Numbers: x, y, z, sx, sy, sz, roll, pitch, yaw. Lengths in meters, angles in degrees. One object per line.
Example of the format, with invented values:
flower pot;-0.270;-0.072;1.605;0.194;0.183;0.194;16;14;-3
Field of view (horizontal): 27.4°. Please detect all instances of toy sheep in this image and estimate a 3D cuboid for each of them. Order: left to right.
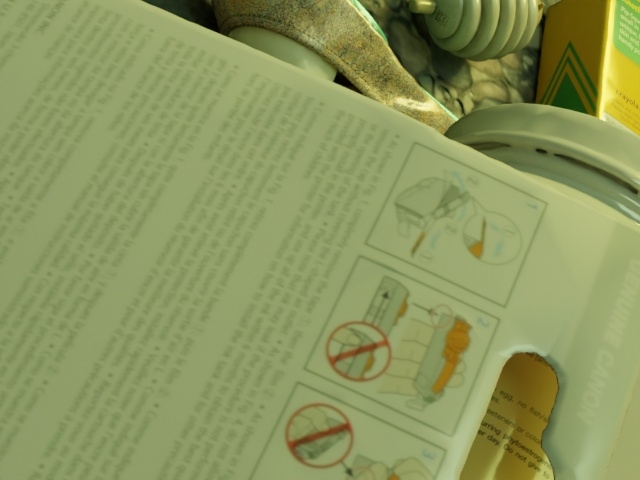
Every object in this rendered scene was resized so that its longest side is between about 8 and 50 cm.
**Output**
toy sheep;0.126;-0.188;1.065;0.132;0.091;0.091;-6;77;-28

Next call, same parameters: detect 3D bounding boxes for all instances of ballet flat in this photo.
ballet flat;0.017;-0.092;0.924;0.316;0.107;0.106;40;66;-22

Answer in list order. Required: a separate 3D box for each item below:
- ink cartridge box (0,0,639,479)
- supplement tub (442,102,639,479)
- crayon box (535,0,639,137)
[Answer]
ink cartridge box;-0.063;0.057;0.612;0.385;0.091;0.308;24;60;5
supplement tub;0.080;0.111;0.727;0.241;0.241;0.331;44;61;-19
crayon box;0.285;-0.086;1.159;0.203;0.083;0.323;30;57;-29
